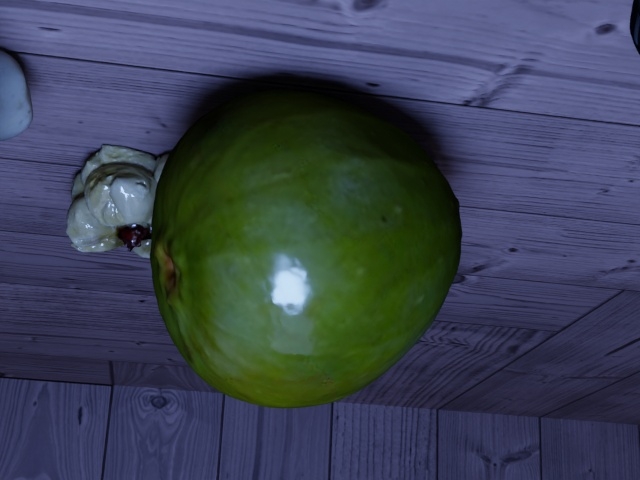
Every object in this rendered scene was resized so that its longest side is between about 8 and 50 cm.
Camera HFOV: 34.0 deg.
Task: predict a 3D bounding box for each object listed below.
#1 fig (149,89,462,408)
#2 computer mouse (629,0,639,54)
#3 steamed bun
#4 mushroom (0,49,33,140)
[{"bbox_3d":[0.000,0.000,0.980,0.316,0.316,0.316,2,160,1],"label":"fig"},{"bbox_3d":[0.268,-0.189,0.670,0.137,0.096,0.233,-7,155,12],"label":"computer mouse"},{"bbox_3d":[-0.182,-0.030,1.157,0.177,0.106,0.192,10,158,-24],"label":"steamed bun"},{"bbox_3d":[-0.341,-0.109,0.860,0.243,0.243,0.243,2,160,1],"label":"mushroom"}]
